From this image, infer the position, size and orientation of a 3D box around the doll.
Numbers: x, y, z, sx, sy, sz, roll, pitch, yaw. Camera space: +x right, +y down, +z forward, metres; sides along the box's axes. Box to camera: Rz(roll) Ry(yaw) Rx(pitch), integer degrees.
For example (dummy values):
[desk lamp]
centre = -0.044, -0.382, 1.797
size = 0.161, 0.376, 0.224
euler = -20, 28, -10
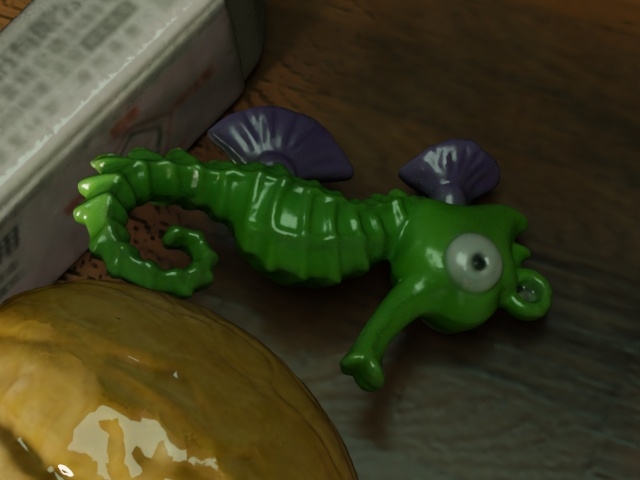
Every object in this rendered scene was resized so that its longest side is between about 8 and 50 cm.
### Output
[doll]
centre = 0.000, 0.000, 0.608
size = 0.190, 0.050, 0.115
euler = 13, 49, -10

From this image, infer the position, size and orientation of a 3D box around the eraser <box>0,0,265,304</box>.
[eraser]
centre = -0.130, -0.016, 0.621
size = 0.061, 0.089, 0.352
euler = 38, 73, 19

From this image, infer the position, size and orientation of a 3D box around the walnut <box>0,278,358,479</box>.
[walnut]
centre = -0.064, 0.091, 0.541
size = 0.180, 0.144, 0.144
euler = 33, 72, 22
